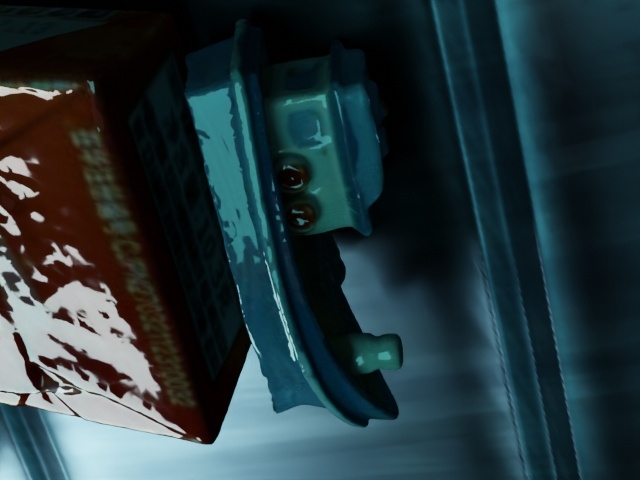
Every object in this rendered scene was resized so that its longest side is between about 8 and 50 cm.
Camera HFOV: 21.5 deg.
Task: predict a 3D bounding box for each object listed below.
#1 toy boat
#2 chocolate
[{"bbox_3d":[0.000,0.000,0.890,0.098,0.109,0.238,-10,118,5],"label":"toy boat"},{"bbox_3d":[-0.160,-0.017,0.941,0.234,0.108,0.237,6,127,31],"label":"chocolate"}]
